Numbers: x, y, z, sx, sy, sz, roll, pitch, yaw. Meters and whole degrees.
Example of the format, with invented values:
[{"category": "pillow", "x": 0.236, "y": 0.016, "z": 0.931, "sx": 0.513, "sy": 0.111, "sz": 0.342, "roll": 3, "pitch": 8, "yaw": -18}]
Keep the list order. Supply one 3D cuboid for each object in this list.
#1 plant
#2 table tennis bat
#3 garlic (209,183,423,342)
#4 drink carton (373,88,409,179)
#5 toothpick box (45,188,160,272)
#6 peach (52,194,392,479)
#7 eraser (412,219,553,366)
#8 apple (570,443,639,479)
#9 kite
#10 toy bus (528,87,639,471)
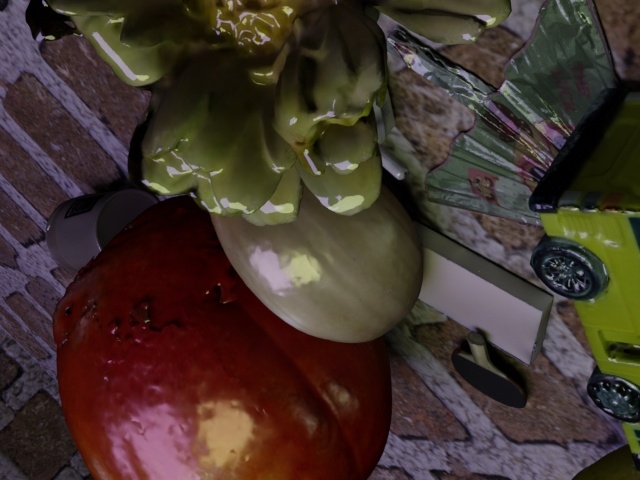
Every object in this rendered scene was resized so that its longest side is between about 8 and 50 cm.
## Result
[{"category": "plant", "x": -0.048, "y": -0.181, "z": 0.610, "sx": 0.261, "sy": 0.306, "sz": 0.297, "roll": 19, "pitch": -171, "yaw": -15}, {"category": "table tennis bat", "x": 0.167, "y": 0.131, "z": 1.036, "sx": 0.087, "sy": 0.013, "sz": 0.156, "roll": 29, "pitch": 162, "yaw": 28}, {"category": "garlic", "x": 0.008, "y": 0.008, "z": 0.921, "sx": 0.245, "sy": 0.145, "sz": 0.164, "roll": 42, "pitch": -179, "yaw": -31}, {"category": "drink carton", "x": 0.005, "y": -0.112, "z": 0.839, "sx": 0.200, "sy": 0.074, "sz": 0.084, "roll": 26, "pitch": 153, "yaw": 28}, {"category": "toothpick box", "x": -0.288, "y": -0.010, "z": 1.379, "sx": 0.111, "sy": 0.111, "sz": 0.180, "roll": 53, "pitch": 152, "yaw": -21}, {"category": "peach", "x": -0.098, "y": 0.132, "z": 1.062, "sx": 0.370, "sy": 0.370, "sz": 0.370, "roll": 33, "pitch": 153, "yaw": 19}, {"category": "eraser", "x": 0.143, "y": 0.049, "z": 0.958, "sx": 0.150, "sy": 0.023, "sz": 0.104, "roll": 30, "pitch": 153, "yaw": 23}, {"category": "apple", "x": 0.294, "y": 0.256, "z": 0.878, "sx": 0.196, "sy": 0.196, "sz": 0.157, "roll": 93, "pitch": 163, "yaw": -59}, {"category": "kite", "x": 0.155, "y": -0.071, "z": 0.763, "sx": 0.267, "sy": 0.013, "sz": 0.323, "roll": 40, "pitch": 154, "yaw": 4}, {"category": "toy bus", "x": 0.248, "y": 0.040, "z": 0.663, "sx": 0.150, "sy": 0.128, "sz": 0.262, "roll": 5, "pitch": 136, "yaw": 43}]
